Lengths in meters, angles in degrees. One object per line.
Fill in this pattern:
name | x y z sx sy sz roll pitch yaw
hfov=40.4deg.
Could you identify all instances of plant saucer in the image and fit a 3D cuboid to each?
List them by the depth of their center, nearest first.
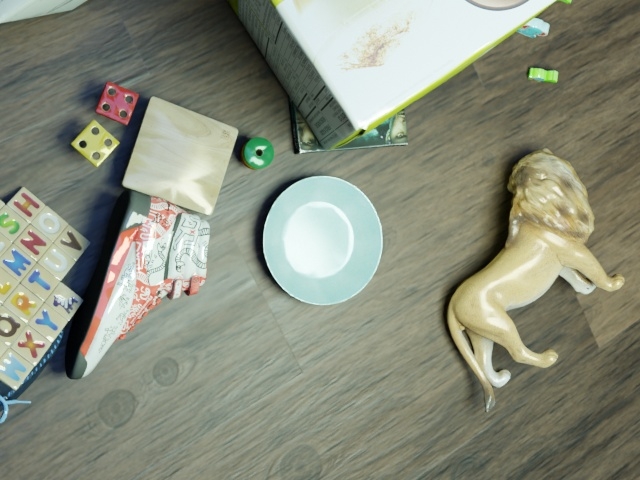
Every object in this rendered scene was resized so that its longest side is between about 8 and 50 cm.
plant saucer | 0.000 0.000 1.322 0.195 0.037 0.195 0 91 -22

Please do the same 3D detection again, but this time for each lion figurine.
lion figurine | 0.317 0.058 1.397 0.240 0.142 0.392 43 79 -9

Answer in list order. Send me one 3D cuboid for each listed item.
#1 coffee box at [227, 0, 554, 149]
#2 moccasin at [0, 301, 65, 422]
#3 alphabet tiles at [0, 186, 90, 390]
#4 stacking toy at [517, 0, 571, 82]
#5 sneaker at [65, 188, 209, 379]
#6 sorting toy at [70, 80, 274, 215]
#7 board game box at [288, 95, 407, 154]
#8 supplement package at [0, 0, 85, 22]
coffee box | 0.075 -0.350 1.140 0.337 0.338 0.334 -34 94 -4
moccasin | -0.463 0.205 1.092 0.342 0.117 0.138 -43 104 -17
alphabet tiles | -0.401 0.043 1.113 0.198 0.009 0.237 42 45 -16
stacking toy | 0.322 -0.369 1.444 0.221 0.052 0.167 14 85 -22
sneaker | -0.243 0.076 1.195 0.145 0.090 0.270 20 88 -29
sorting toy | -0.210 -0.120 1.233 0.274 0.046 0.132 19 83 -21
board game box | 0.043 -0.202 1.345 0.186 0.026 0.126 -7 92 -22
supplement package | -0.348 -0.351 1.096 0.105 0.179 0.105 -25 102 23
